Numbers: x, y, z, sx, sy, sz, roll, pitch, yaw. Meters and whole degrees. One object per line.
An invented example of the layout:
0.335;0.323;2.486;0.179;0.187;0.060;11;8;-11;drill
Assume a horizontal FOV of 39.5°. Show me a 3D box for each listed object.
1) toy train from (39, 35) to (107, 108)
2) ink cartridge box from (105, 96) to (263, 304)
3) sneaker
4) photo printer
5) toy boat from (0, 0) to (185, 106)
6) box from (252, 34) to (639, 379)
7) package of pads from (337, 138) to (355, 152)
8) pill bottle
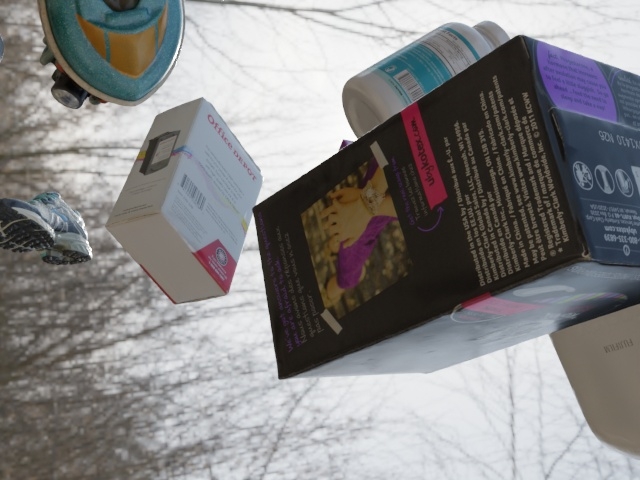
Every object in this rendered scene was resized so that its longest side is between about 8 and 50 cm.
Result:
-0.301;-0.351;1.380;0.190;0.142;0.333;-12;-134;48;toy train
-0.236;-0.072;1.624;0.131;0.226;0.306;-15;-139;25;ink cartridge box
-0.538;-0.039;1.692;0.283;0.110;0.122;51;28;-69;sneaker
0.336;0.078;0.910;0.307;0.107;0.256;69;-24;10;photo printer
-0.315;-0.278;1.116;0.148;0.318;0.267;29;-44;55;toy boat
0.100;-0.002;0.623;0.270;0.165;0.143;-29;-115;44;box
0.044;-0.132;1.572;0.083;0.032;0.050;-68;-152;25;package of pads
0.174;-0.242;1.380;0.146;0.264;0.146;49;-20;25;pill bottle
